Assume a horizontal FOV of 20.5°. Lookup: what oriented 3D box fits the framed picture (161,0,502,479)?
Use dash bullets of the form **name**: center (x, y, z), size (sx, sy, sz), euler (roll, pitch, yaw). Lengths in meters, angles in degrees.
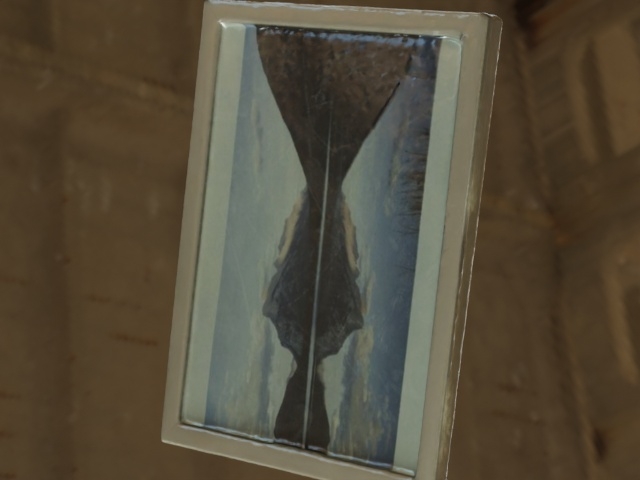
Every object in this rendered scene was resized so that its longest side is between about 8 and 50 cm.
- **framed picture**: center (0.000, 0.000, 0.758), size (0.015, 0.150, 0.203), euler (3, -85, -54)
